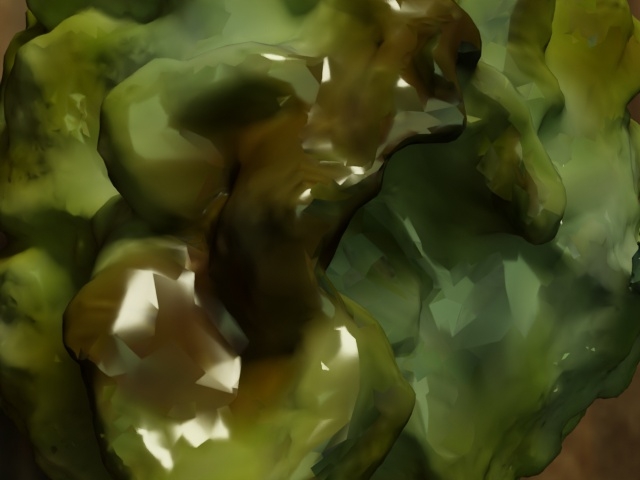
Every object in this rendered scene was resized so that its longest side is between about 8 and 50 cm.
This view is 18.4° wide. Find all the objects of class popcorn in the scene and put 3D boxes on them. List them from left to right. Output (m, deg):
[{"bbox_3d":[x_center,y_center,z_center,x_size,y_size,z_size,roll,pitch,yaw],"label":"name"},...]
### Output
[{"bbox_3d":[0.000,0.000,0.499,0.198,0.212,0.198,2,105,9],"label":"popcorn"}]
